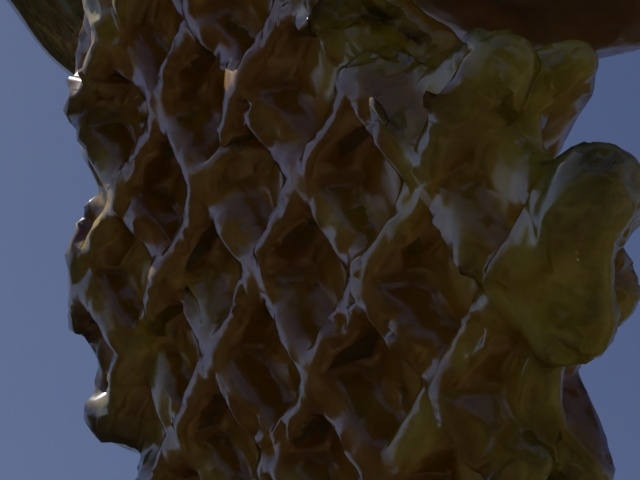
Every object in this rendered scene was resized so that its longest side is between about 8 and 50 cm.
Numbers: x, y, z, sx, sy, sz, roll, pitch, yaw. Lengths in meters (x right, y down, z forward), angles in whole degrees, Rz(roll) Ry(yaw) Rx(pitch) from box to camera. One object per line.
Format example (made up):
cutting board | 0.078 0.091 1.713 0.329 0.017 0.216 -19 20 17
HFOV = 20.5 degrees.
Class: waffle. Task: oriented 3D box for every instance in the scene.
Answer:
waffle | -0.006 -0.003 0.592 0.058 0.301 0.281 -8 -65 -34

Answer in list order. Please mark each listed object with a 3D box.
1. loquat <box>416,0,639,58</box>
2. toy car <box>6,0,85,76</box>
loquat | 0.082 -0.170 0.648 0.238 0.193 0.238 18 -19 7
toy car | -0.187 -0.288 1.330 0.242 0.226 0.336 -45 -73 4
